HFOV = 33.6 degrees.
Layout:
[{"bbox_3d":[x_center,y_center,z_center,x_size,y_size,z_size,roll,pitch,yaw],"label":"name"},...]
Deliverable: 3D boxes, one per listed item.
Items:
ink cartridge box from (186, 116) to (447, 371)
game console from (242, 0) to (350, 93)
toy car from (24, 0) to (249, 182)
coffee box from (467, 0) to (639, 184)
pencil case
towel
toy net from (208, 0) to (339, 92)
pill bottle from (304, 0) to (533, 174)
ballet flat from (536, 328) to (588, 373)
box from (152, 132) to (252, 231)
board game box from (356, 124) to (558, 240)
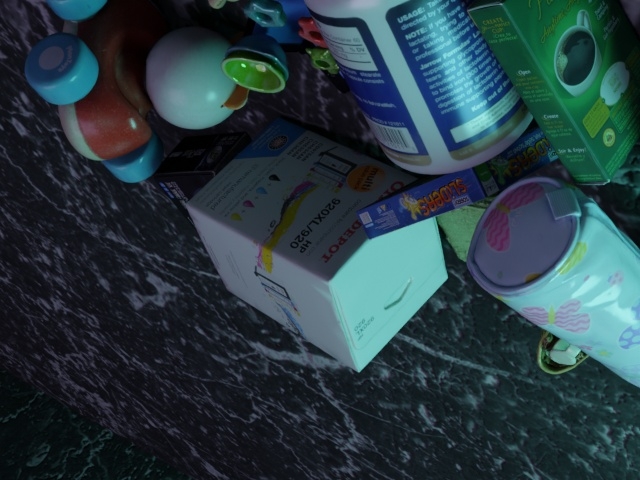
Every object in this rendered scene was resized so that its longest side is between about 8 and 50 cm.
[{"bbox_3d":[0.000,0.000,1.232,0.232,0.171,0.168,27,152,35],"label":"ink cartridge box"},{"bbox_3d":[-0.013,-0.201,1.062,0.107,0.071,0.122,50,156,9],"label":"game console"},{"bbox_3d":[-0.168,-0.199,1.197,0.237,0.210,0.219,-5,153,14],"label":"toy car"},{"bbox_3d":[0.201,-0.148,0.846,0.040,0.113,0.184,3,139,54],"label":"coffee box"},{"bbox_3d":[0.256,0.045,0.954,0.273,0.114,0.124,29,144,-35],"label":"pencil case"},{"bbox_3d":[0.192,-0.011,1.171,0.148,0.027,0.110,5,140,46],"label":"towel"},{"bbox_3d":[-0.058,-0.208,0.980,0.122,0.045,0.232,13,162,21],"label":"toy net"},{"bbox_3d":[0.073,-0.194,0.871,0.153,0.153,0.265,13,147,40],"label":"pill bottle"},{"bbox_3d":[0.299,0.090,1.149,0.080,0.073,0.232,32,153,6],"label":"ballet flat"},{"bbox_3d":[-0.116,-0.051,1.428,0.147,0.077,0.180,2,137,48],"label":"box"},{"bbox_3d":[0.140,-0.060,1.033,0.201,0.136,0.035,-21,96,61],"label":"board game box"}]
